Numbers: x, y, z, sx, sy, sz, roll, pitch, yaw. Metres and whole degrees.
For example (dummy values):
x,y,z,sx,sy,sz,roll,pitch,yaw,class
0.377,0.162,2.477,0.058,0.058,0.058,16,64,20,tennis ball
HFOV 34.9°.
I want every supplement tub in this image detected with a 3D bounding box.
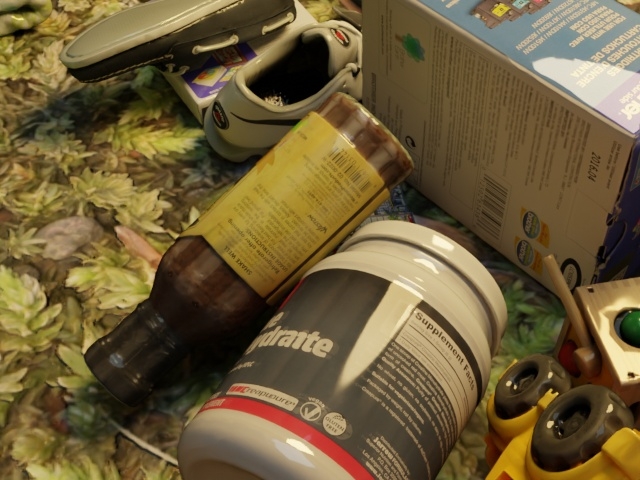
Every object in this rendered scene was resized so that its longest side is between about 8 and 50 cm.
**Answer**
x,y,z,sx,sy,sz,roll,pitch,yaw,class
0.027,0.131,0.858,0.191,0.191,0.272,25,52,18,supplement tub

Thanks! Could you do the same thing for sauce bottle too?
x,y,z,sx,sy,sz,roll,pitch,yaw,class
-0.071,0.012,0.939,0.344,0.111,0.111,-42,59,-2,sauce bottle

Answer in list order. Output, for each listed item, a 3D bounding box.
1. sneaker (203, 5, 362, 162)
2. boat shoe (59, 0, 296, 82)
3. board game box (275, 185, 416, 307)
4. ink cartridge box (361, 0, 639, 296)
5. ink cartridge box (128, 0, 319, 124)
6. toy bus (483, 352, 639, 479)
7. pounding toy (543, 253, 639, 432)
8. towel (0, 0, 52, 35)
x,y,z,sx,sy,sz,roll,pitch,yaw,class
0.029,-0.199,1.162,0.330,0.146,0.122,-31,82,-22,sneaker
-0.153,-0.241,1.185,0.302,0.091,0.114,-28,36,-18,boat shoe
0.000,0.000,1.060,0.194,0.060,0.194,-6,49,-8,board game box
0.226,-0.111,1.027,0.151,0.270,0.395,-36,59,-22,ink cartridge box
-0.107,-0.252,1.285,0.206,0.045,0.208,-24,56,-20,ink cartridge box
0.175,0.222,0.815,0.211,0.149,0.220,-45,17,-2,toy bus
0.260,0.098,0.930,0.100,0.141,0.130,-8,50,-8,pounding toy
-0.573,-0.365,1.325,0.374,0.090,0.320,-13,54,-22,towel
